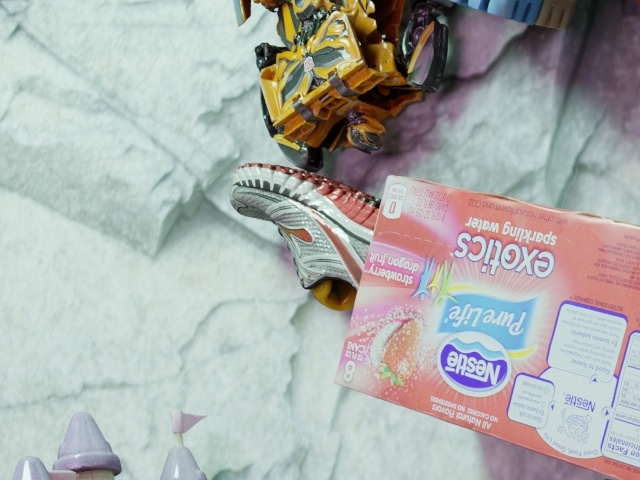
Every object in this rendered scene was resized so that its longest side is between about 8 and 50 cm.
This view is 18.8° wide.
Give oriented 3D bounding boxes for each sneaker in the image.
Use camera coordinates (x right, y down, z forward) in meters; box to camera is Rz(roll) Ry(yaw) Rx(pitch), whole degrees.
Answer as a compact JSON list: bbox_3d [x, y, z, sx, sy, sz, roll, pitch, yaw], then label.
[{"bbox_3d":[0.000,0.000,1.478,0.225,0.088,0.093,26,98,49],"label":"sneaker"}]

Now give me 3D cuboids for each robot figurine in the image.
[{"bbox_3d":[0.003,-0.200,1.540,0.211,0.085,0.291,-34,54,37],"label":"robot figurine"}]

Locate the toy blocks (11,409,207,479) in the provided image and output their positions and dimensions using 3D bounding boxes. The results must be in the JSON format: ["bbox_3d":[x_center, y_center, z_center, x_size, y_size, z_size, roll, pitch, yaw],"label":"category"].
[{"bbox_3d":[-0.193,0.255,1.460,0.309,0.288,0.260,-26,66,43],"label":"toy blocks"}]

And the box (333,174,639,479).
[{"bbox_3d":[0.168,0.064,1.230,0.300,0.142,0.154,13,87,49],"label":"box"}]

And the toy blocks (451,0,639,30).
[{"bbox_3d":[0.142,-0.267,1.334,0.381,0.190,0.261,22,101,31],"label":"toy blocks"}]

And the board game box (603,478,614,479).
[{"bbox_3d":[0.224,0.340,1.128,0.233,0.078,0.347,16,90,49],"label":"board game box"}]
